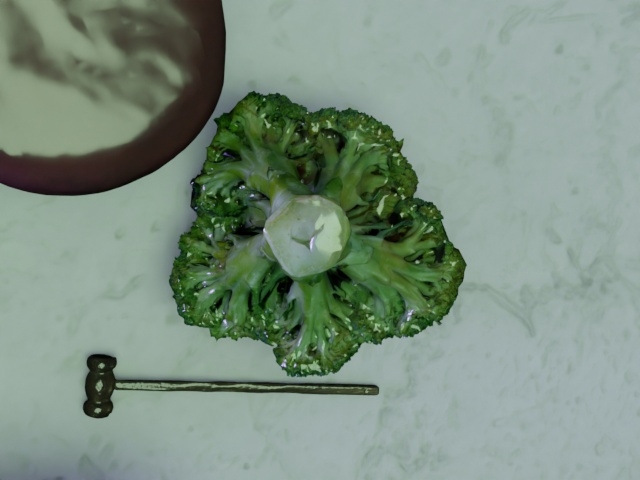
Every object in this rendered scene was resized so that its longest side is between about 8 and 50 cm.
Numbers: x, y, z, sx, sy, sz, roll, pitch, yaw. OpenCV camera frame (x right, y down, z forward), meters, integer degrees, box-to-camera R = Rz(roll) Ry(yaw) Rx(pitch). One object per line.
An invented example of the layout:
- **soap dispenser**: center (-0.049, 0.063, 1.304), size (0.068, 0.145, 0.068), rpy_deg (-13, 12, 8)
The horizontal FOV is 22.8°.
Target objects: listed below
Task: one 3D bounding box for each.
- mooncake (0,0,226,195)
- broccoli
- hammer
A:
- **mooncake**: center (-0.248, -0.205, 1.376), size (0.326, 0.174, 0.333), rpy_deg (-3, 95, -16)
- **broccoli**: center (0.000, 0.000, 1.414), size (0.269, 0.269, 0.254), rpy_deg (8, 91, -14)
- **hammer**: center (-0.083, 0.144, 1.542), size (0.292, 0.029, 0.058), rpy_deg (3, 99, -15)
